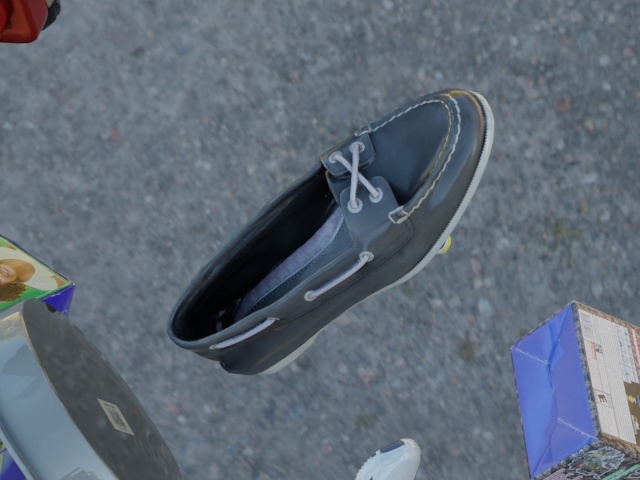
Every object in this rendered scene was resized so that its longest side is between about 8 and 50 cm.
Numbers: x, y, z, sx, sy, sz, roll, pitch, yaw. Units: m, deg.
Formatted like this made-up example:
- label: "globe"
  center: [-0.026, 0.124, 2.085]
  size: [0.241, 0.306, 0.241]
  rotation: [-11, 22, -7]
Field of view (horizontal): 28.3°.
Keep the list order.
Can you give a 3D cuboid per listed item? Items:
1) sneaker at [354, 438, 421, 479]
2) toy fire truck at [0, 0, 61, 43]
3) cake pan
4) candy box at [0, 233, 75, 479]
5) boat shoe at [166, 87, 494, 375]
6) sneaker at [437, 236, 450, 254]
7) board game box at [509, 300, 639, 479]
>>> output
- label: "sneaker"
  center: [0.102, 0.386, 1.654]
  size: [0.153, 0.094, 0.235]
  rotation: [44, 115, 36]
- label: "toy fire truck"
  center: [-0.319, -0.134, 0.920]
  size: [0.217, 0.158, 0.246]
  rotation: [4, 50, 11]
- label: "cake pan"
  center: [-0.207, 0.169, 1.131]
  size: [0.054, 0.293, 0.293]
  rotation: [-35, 59, 1]
- label: "candy box"
  center: [-0.406, 0.170, 1.235]
  size: [0.122, 0.317, 0.268]
  rotation: [29, 119, 19]
- label: "boat shoe"
  center: [0.000, 0.000, 1.001]
  size: [0.335, 0.095, 0.112]
  rotation: [-45, 48, 33]
- label: "sneaker"
  center: [0.084, -0.019, 1.180]
  size: [0.083, 0.035, 0.031]
  rotation: [34, 95, 27]
- label: "board game box"
  center: [0.441, 0.255, 1.838]
  size: [0.141, 0.291, 0.232]
  rotation: [-43, 36, 40]
